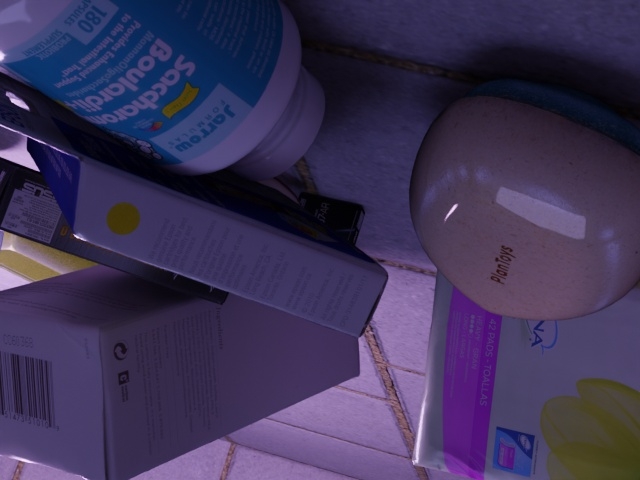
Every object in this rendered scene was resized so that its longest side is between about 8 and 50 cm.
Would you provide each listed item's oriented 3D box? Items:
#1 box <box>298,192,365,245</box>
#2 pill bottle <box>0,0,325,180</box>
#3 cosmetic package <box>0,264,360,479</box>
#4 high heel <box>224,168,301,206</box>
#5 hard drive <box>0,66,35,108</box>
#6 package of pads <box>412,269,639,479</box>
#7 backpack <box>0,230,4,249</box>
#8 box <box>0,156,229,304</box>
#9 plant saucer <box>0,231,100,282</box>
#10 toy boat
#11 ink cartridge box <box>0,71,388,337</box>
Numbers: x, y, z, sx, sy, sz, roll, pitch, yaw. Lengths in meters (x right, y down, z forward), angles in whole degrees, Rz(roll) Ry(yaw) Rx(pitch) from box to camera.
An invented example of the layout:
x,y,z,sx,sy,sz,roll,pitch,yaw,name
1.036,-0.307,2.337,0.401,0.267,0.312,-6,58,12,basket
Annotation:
x,y,z,sx,sy,sz,roll,pitch,yaw,name
0.000,0.000,1.321,0.067,0.083,0.018,14,164,17,box
-0.112,-0.137,0.891,0.146,0.146,0.264,2,157,43,pill bottle
-0.152,0.104,1.375,0.217,0.156,0.385,6,-167,39,cosmetic package
-0.140,-0.061,1.328,0.244,0.082,0.117,8,-169,-7,high heel
-0.250,-0.177,1.090,0.203,0.040,0.307,16,163,7,hard drive
0.242,0.121,1.223,0.296,0.229,0.101,12,-164,22,package of pads
-0.513,-0.008,1.500,0.273,0.290,0.355,21,135,-21,backpack
-0.211,-0.017,1.224,0.231,0.056,0.183,22,179,-32,box
-0.399,0.019,1.865,0.188,0.045,0.188,0,156,47,plant saucer
0.222,-0.011,1.001,0.318,0.148,0.267,24,159,5,toy boat
-0.136,-0.039,1.040,0.307,0.072,0.303,20,-172,-22,ink cartridge box
